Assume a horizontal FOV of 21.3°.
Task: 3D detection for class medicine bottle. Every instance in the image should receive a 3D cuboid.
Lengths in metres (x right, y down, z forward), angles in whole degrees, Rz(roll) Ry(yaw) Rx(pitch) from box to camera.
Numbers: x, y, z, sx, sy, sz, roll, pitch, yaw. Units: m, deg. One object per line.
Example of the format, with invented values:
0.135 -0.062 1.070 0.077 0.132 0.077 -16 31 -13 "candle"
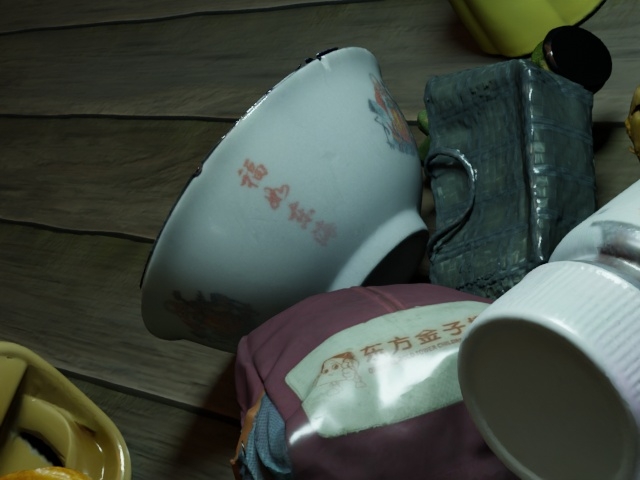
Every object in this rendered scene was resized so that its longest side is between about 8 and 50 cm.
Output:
0.234 0.047 1.157 0.273 0.165 0.165 -32 18 -34 "medicine bottle"

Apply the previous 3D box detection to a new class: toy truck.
-0.363 0.233 1.750 0.211 0.288 0.204 -37 25 41 "toy truck"

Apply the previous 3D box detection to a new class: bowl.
0.000 0.000 1.618 0.157 0.345 0.345 39 82 18 "bowl"

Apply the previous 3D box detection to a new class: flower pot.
0.198 -0.322 1.814 0.195 0.179 0.195 -34 28 21 "flower pot"

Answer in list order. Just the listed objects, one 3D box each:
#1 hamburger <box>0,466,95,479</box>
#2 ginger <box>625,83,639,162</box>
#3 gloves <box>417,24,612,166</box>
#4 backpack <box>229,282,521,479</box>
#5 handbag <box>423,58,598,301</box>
-0.211 0.342 1.429 0.291 0.225 0.291 -27 39 25 "hamburger"
0.361 -0.051 1.288 0.107 0.133 0.309 -45 34 -22 "ginger"
0.177 -0.122 1.646 0.135 0.107 0.268 -25 2 -34 "gloves"
0.058 0.137 1.349 0.283 0.197 0.317 -9 13 -14 "backpack"
0.160 -0.038 1.513 0.175 0.088 0.270 -18 67 46 "handbag"
